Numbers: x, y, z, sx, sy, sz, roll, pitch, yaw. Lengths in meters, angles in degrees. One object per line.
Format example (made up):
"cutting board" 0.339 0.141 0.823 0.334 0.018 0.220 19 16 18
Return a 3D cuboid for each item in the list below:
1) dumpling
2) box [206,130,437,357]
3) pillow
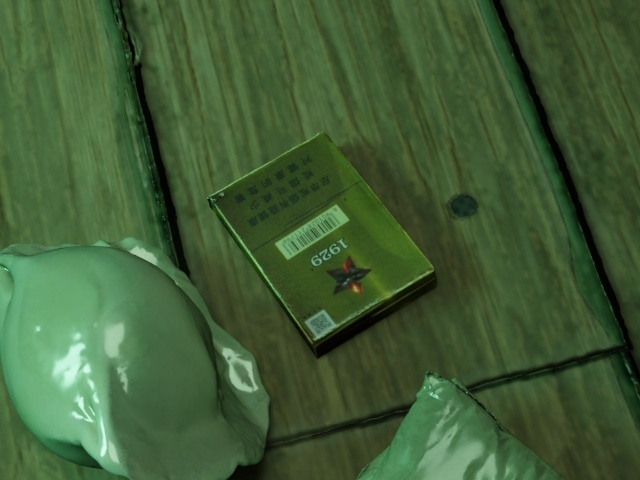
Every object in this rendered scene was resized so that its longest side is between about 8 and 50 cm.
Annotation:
"dumpling" -0.107 0.067 0.999 0.151 0.124 0.229 0 40 -36
"box" 0.000 0.000 1.068 0.090 0.023 0.133 -33 60 -9
"pillow" 0.092 0.172 0.919 0.181 0.078 0.134 40 80 23
